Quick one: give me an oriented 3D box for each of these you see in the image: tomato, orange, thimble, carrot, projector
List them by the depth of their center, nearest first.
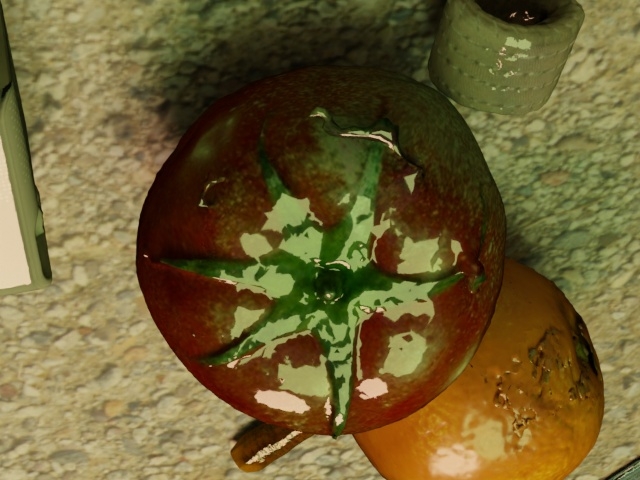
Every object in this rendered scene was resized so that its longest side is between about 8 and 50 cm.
[{"bbox_3d":[-0.311,-0.053,1.344,0.177,0.163,0.243,-9,131,-8],"label":"projector"},{"bbox_3d":[0.151,-0.165,1.417,0.115,0.102,0.090,-24,145,-37],"label":"thimble"},{"bbox_3d":[0.000,0.000,1.421,0.303,0.239,0.304,-1,107,-3],"label":"tomato"},{"bbox_3d":[0.139,0.132,1.613,0.246,0.246,0.246,-9,136,-9],"label":"orange"},{"bbox_3d":[-0.016,0.180,1.755,0.170,0.042,0.042,-35,134,15],"label":"carrot"}]

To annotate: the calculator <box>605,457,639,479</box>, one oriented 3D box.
[{"bbox_3d":[0.318,0.306,2.002,0.172,0.018,0.057,-37,134,18],"label":"calculator"}]
